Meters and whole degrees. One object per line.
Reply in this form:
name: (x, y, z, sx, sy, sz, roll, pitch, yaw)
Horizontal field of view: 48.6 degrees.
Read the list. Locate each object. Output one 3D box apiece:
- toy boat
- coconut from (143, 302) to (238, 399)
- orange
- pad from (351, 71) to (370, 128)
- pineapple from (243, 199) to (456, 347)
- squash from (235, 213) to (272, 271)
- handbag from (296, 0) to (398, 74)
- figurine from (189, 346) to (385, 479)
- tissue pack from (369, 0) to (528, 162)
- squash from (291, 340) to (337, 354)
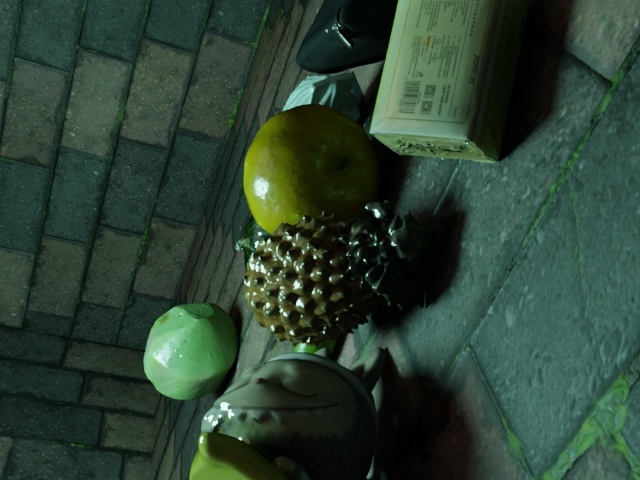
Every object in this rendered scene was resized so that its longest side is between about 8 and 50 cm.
toy boat: (-0.014, -0.252, 1.515, 0.100, 0.199, 0.290, 52, 149, 20)
coconut: (-0.403, 0.335, 2.223, 0.328, 0.281, 0.328, -48, -11, -13)
orange: (-0.021, -0.119, 1.360, 0.235, 0.279, 0.279, -15, 62, 55)
pad: (0.064, -0.282, 1.666, 0.243, 0.004, 0.163, -103, 31, -54)
pineapple: (0.055, 0.045, 1.132, 0.357, 0.223, 0.222, -19, 55, 41)
squash: (-0.105, 0.009, 1.690, 0.218, 0.172, 0.218, -62, 3, 6)
handbag: (0.102, -0.429, 1.375, 0.275, 0.178, 0.302, -64, 17, -11)
figurine: (0.035, 0.294, 1.043, 0.377, 0.361, 0.266, -47, 1, -37)
tissue pack: (0.179, -0.234, 0.983, 0.159, 0.125, 0.234, 9, 85, 33)
squash: (-0.016, 0.222, 1.411, 0.082, 0.082, 0.292, -116, 40, -64)
